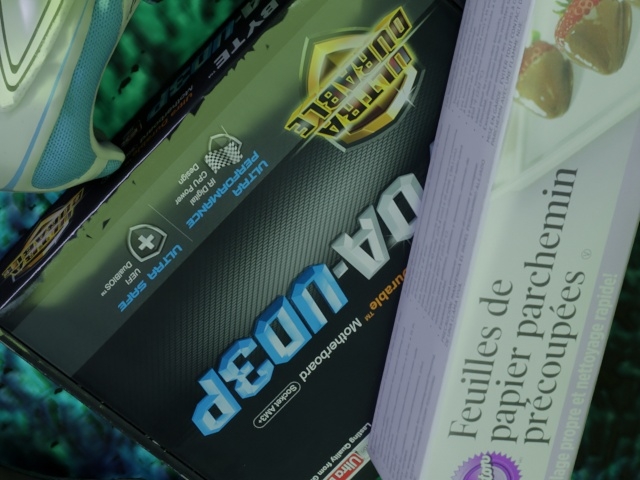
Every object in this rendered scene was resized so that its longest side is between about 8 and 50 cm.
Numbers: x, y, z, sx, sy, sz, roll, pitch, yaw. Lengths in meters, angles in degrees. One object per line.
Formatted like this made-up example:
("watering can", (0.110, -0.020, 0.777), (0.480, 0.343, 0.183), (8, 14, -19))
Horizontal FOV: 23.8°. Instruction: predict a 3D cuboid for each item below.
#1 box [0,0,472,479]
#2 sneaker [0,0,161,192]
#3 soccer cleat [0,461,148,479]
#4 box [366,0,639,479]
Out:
("box", (0.000, 0.000, 0.620), (0.220, 0.051, 0.175), (-45, 114, 8))
("sneaker", (-0.091, -0.132, 0.537), (0.086, 0.085, 0.237), (-1, 112, -36))
("soccer cleat", (-0.116, 0.154, 0.657), (0.289, 0.093, 0.121), (24, 136, -24))
("box", (0.084, -0.048, 0.555), (0.063, 0.067, 0.324), (6, 108, -16))
